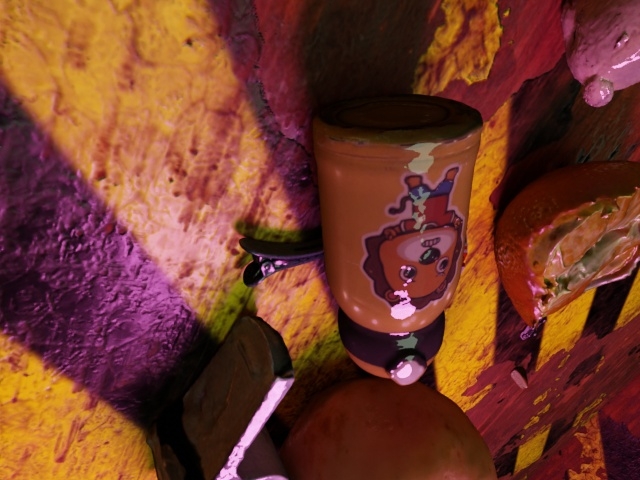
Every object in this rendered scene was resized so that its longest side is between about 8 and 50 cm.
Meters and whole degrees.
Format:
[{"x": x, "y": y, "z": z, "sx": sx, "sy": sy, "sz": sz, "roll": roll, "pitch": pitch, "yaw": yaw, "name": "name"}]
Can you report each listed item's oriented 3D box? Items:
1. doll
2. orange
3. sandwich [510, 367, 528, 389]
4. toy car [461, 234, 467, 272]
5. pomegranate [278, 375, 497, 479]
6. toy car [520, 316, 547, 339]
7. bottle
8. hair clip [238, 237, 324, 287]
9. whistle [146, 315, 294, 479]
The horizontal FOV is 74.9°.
[{"x": 0.418, "y": -0.296, "z": 0.531, "sx": 0.278, "sy": 0.149, "sz": 0.175, "roll": -29, "pitch": 146, "yaw": -27, "name": "doll"}, {"x": 0.432, "y": -0.001, "z": 0.722, "sx": 0.263, "sy": 0.196, "sz": 0.334, "roll": -25, "pitch": 131, "yaw": 8, "name": "orange"}, {"x": 0.583, "y": 0.398, "z": 1.232, "sx": 0.030, "sy": 0.044, "sz": 0.083, "roll": -58, "pitch": 174, "yaw": 24, "name": "sandwich"}, {"x": 0.164, "y": 0.020, "z": 0.634, "sx": 0.090, "sy": 0.108, "sz": 0.209, "roll": 1, "pitch": 123, "yaw": -32, "name": "toy car"}, {"x": 0.100, "y": 0.452, "z": 0.745, "sx": 0.412, "sy": 0.411, "sz": 0.410, "roll": -16, "pitch": 131, "yaw": -20, "name": "pomegranate"}, {"x": 0.552, "y": 0.222, "z": 1.082, "sx": 0.041, "sy": 0.025, "sz": 0.093, "roll": -8, "pitch": 131, "yaw": -28, "name": "toy car"}, {"x": 0.090, "y": 0.018, "z": 0.508, "sx": 0.172, "sy": 0.171, "sz": 0.350, "roll": -18, "pitch": 122, "yaw": -19, "name": "bottle"}, {"x": 0.000, "y": 0.000, "z": 0.577, "sx": 0.230, "sy": 0.039, "sz": 0.070, "roll": -17, "pitch": 130, "yaw": -25, "name": "hair clip"}, {"x": -0.154, "y": 0.303, "z": 0.626, "sx": 0.189, "sy": 0.168, "sz": 0.403, "roll": -10, "pitch": 124, "yaw": -26, "name": "whistle"}]
